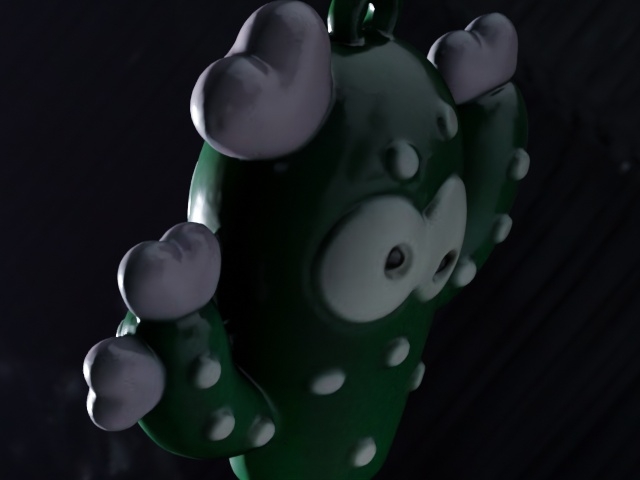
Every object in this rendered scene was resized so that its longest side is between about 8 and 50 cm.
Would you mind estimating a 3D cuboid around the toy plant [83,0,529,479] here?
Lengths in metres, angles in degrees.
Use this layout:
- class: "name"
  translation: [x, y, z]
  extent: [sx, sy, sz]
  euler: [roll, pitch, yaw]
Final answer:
- class: "toy plant"
  translation: [0.003, -0.002, 0.793]
  extent: [0.112, 0.243, 0.232]
  euler: [26, -174, 33]
